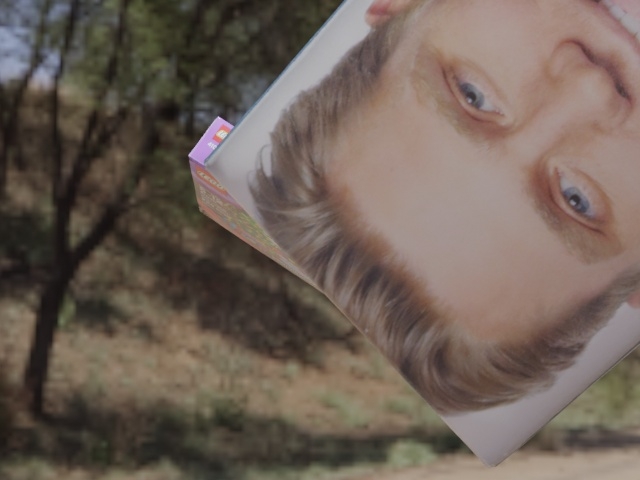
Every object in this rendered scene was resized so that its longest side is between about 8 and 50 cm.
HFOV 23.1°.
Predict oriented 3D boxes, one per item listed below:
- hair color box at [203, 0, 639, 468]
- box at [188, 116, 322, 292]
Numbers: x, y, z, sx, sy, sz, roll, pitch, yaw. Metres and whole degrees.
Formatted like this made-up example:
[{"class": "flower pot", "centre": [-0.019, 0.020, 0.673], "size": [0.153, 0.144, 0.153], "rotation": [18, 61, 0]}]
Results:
[{"class": "hair color box", "centre": [0.133, -0.091, 0.584], "size": [0.347, 0.174, 0.105], "rotation": [-47, -7, 28]}, {"class": "box", "centre": [0.000, 0.000, 1.641], "size": [0.293, 0.057, 0.201], "rotation": [33, -14, 8]}]
